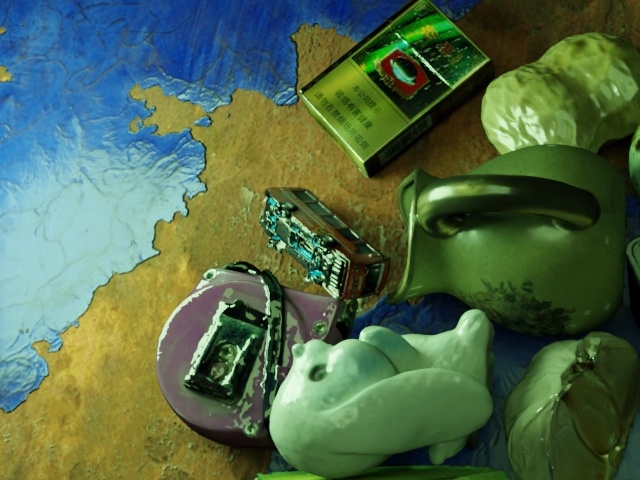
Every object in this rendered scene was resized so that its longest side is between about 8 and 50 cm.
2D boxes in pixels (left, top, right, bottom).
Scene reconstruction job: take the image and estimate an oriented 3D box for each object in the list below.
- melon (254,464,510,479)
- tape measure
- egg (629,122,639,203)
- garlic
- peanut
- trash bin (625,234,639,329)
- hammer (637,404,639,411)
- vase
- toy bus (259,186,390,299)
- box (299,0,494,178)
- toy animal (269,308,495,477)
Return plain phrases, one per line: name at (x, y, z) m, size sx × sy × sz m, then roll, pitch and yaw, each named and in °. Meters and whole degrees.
melon at (0.073, 0.440, 1.317) m, size 0.331 × 0.226 × 0.344 m, roll 0°, pitch 81°, yaw 1°
tape measure at (-0.094, 0.149, 1.490) m, size 0.231 × 0.149 × 0.245 m, roll 14°, pitch 73°, yaw 15°
egg at (0.486, -0.077, 1.442) m, size 0.169 × 0.169 × 0.231 m, roll -14°, pitch 78°, yaw 7°
garlic at (0.295, 0.205, 1.384) m, size 0.229 × 0.178 × 0.143 m, roll -43°, pitch 34°, yaw -26°
peanut at (0.339, -0.189, 1.545) m, size 0.233 × 0.110 × 0.197 m, roll -33°, pitch 55°, yaw -3°
trash bin at (0.443, 0.089, 1.354) m, size 0.115 × 0.225 × 0.165 m, roll -23°, pitch 67°, yaw 3°
hammer at (0.443, 0.251, 1.409) m, size 0.029 × 0.014 × 0.123 m, roll -35°, pitch 65°, yaw -12°
vase at (0.221, -0.016, 1.387) m, size 0.302 × 0.329 × 0.241 m, roll 3°, pitch 74°, yaw 13°
toy bus at (0.000, 0.000, 1.515) m, size 0.096 × 0.073 × 0.235 m, roll -7°, pitch 31°, yaw -34°
box at (0.110, -0.223, 1.631) m, size 0.240 × 0.071 × 0.159 m, roll -40°, pitch 65°, yaw -4°
toy animal at (0.074, 0.199, 1.373) m, size 0.289 × 0.249 × 0.174 m, roll -13°, pitch 75°, yaw -12°
